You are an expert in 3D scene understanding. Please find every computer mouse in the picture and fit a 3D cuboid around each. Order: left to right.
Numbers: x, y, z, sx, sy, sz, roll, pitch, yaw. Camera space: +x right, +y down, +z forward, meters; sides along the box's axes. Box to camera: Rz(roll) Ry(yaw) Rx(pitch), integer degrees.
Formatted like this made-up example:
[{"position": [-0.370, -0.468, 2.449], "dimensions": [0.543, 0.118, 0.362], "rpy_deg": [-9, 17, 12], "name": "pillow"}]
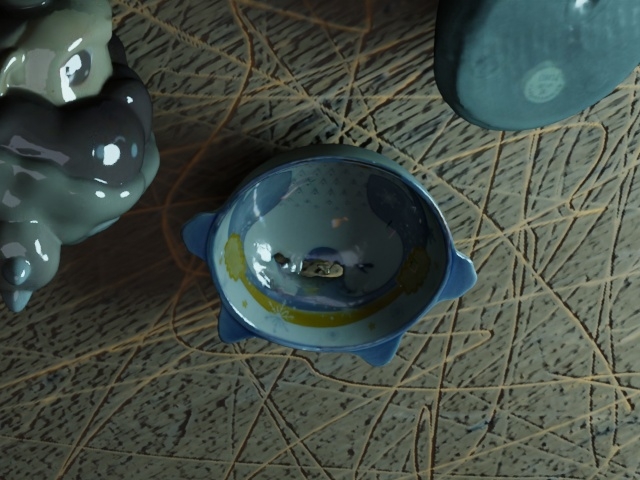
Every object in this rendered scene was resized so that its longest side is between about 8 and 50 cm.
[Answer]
[{"position": [0.197, -0.244, 1.301], "dimensions": [0.188, 0.122, 0.371], "rpy_deg": [2, 137, -31], "name": "computer mouse"}]

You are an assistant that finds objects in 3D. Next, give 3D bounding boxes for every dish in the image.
[{"position": [0.000, 0.000, 1.496], "dimensions": [0.236, 0.086, 0.228], "rpy_deg": [31, 119, -21], "name": "dish"}]

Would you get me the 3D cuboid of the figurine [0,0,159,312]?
[{"position": [-0.230, -0.153, 1.312], "dimensions": [0.203, 0.248, 0.381], "rpy_deg": [0, 116, 4], "name": "figurine"}]
